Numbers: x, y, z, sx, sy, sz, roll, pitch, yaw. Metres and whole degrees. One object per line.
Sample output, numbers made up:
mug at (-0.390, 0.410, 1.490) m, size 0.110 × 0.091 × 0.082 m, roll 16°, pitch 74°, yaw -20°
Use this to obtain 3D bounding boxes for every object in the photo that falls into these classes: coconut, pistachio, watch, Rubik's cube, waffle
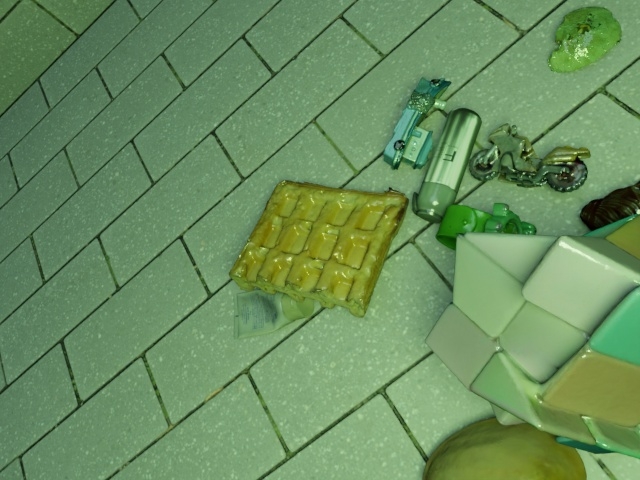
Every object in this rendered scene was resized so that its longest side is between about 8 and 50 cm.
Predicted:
coconut at (0.566, -0.439, 0.949) m, size 0.133 × 0.055 × 0.158 m, roll 9°, pitch 79°, yaw 28°
pistachio at (0.297, 0.403, 0.748) m, size 0.261 × 0.163 × 0.212 m, roll -5°, pitch 50°, yaw 36°
watch at (0.317, 0.001, 0.887) m, size 0.152 × 0.165 × 0.131 m, roll 12°, pitch 79°, yaw 52°
Rubik's cube at (0.372, 0.129, 0.647) m, size 0.368 × 0.387 × 0.358 m, roll 46°, pitch 124°, yaw 40°
waffle at (-0.001, 0.000, 1.011) m, size 0.348 × 0.077 × 0.304 m, roll 11°, pitch 59°, yaw 27°

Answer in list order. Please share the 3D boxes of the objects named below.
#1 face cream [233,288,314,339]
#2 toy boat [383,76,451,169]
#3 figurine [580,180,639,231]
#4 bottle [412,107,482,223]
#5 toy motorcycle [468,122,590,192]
face cream at (-0.125, 0.166, 1.072) m, size 0.224 × 0.070 × 0.114 m, roll -18°, pitch 66°, yaw 32°
toy boat at (0.233, -0.269, 1.023) m, size 0.098 × 0.109 × 0.238 m, roll 25°, pitch 88°, yaw 9°
figurine at (0.623, -0.098, 0.761) m, size 0.315 × 0.187 × 0.168 m, roll -46°, pitch 65°, yaw 14°
bottle at (0.273, -0.165, 0.980) m, size 0.096 × 0.079 × 0.253 m, roll 13°, pitch 79°, yaw 42°
toy motorcycle at (0.419, -0.172, 0.902) m, size 0.229 × 0.094 × 0.129 m, roll 17°, pitch 83°, yaw 40°
